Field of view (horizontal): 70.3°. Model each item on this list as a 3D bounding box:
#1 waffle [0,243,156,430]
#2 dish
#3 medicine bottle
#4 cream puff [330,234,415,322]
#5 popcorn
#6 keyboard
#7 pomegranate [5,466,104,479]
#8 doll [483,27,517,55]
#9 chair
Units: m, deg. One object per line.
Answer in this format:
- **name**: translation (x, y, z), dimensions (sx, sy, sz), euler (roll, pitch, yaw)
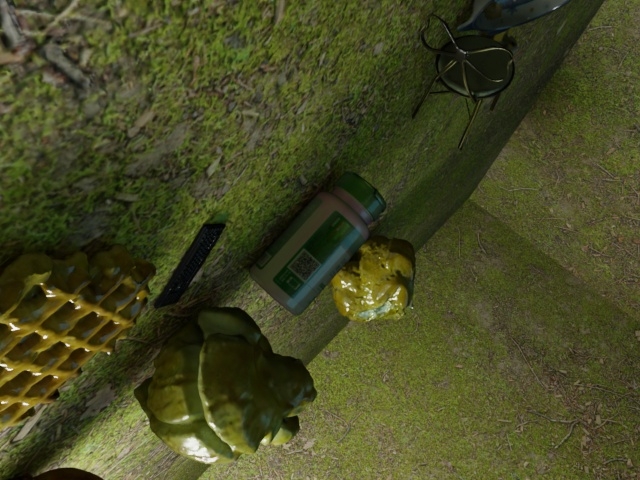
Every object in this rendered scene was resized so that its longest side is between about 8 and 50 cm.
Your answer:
- **waffle**: translation (-0.296, 0.112, 0.471), dimensions (0.291, 0.051, 0.291), euler (-42, 161, -18)
- **dish**: translation (0.349, -0.454, 0.787), dimensions (0.228, 0.086, 0.236), euler (-14, 179, -33)
- **medicine bottle**: translation (0.000, 0.000, 0.864), dimensions (0.274, 0.133, 0.133), euler (-49, 164, -4)
- **cream puff**: translation (0.165, 0.113, 1.463), dimensions (0.323, 0.270, 0.274), euler (94, 5, -66)
- **popcorn**: translation (-0.151, 0.242, 0.774), dimensions (0.225, 0.276, 0.276), euler (-35, 174, 32)
- **keyboard**: translation (-0.189, 0.038, 0.661), dimensions (0.155, 0.010, 0.053), euler (-55, 165, 17)
- **pomegranate**: translation (-0.406, 0.442, 0.668), dimensions (0.215, 0.215, 0.215), euler (-45, 164, -17)
- **doll**: translation (0.388, -0.412, 1.053), dimensions (0.129, 0.081, 0.207), euler (-33, 161, -25)
- **chair**: translation (0.282, -0.317, 0.852), dimensions (0.170, 0.160, 0.325), euler (-48, 166, -11)
